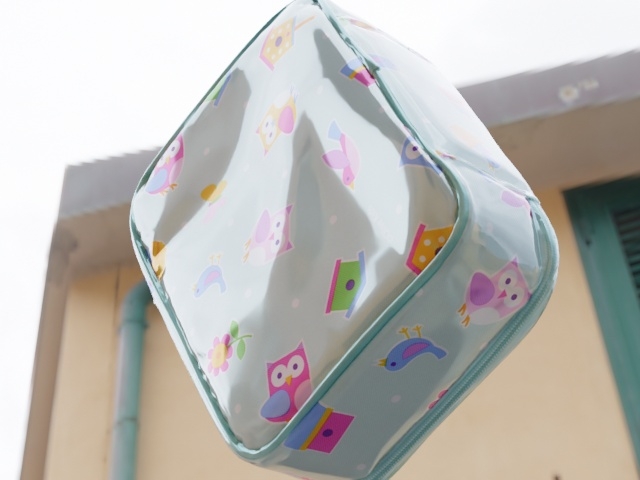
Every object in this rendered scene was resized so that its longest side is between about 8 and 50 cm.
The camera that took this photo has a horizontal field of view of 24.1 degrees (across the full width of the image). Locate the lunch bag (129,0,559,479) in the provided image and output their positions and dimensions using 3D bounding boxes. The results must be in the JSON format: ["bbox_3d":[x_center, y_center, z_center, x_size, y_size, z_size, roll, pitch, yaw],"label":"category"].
[{"bbox_3d":[0.000,0.000,0.880,0.108,0.279,0.224,24,-68,-36],"label":"lunch bag"}]
